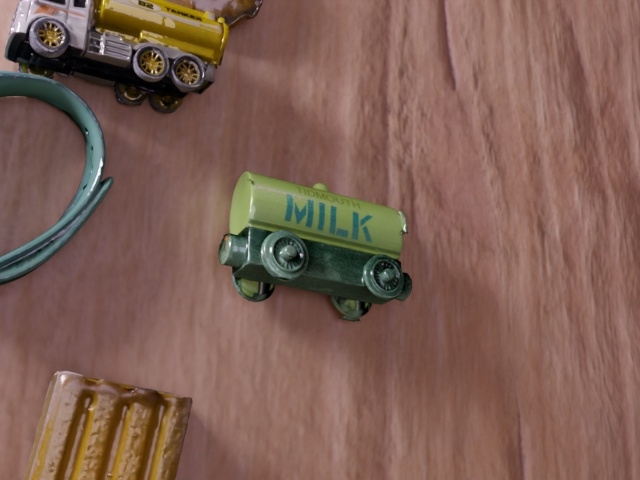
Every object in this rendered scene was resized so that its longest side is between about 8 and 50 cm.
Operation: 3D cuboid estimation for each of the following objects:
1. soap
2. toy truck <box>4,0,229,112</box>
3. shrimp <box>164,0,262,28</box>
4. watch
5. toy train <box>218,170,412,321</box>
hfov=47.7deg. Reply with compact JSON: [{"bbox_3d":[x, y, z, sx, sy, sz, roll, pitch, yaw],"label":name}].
[{"bbox_3d":[-0.224,0.257,0.722,0.140,0.073,0.232,17,75,-23],"label":"soap"},{"bbox_3d":[-0.215,-0.218,0.786,0.226,0.098,0.114,9,77,-28],"label":"toy truck"},{"bbox_3d":[-0.167,-0.361,0.861,0.173,0.058,0.253,-45,103,-17],"label":"shrimp"},{"bbox_3d":[-0.325,-0.060,0.724,0.195,0.068,0.237,35,64,-22],"label":"watch"},{"bbox_3d":[0.000,0.000,0.874,0.253,0.105,0.157,13,63,-26],"label":"toy train"}]
